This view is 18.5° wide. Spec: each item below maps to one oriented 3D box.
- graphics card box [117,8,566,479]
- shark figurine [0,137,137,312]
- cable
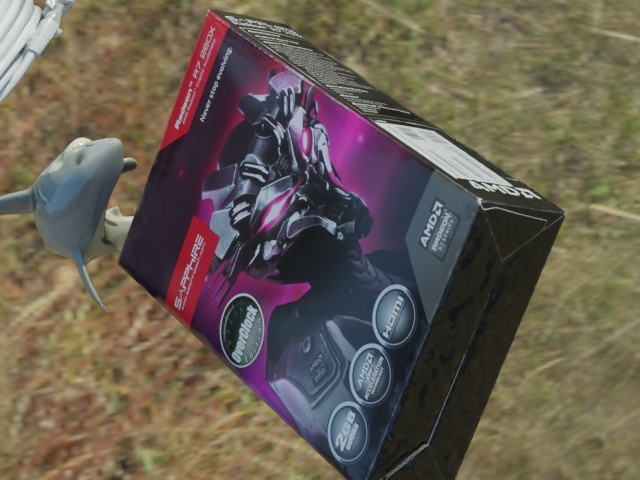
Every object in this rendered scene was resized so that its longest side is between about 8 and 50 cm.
[{"bbox_3d":[0.000,0.000,1.470,0.371,0.094,0.233,39,113,45],"label":"graphics card box"},{"bbox_3d":[-0.175,0.004,1.623,0.166,0.278,0.116,-27,74,12],"label":"shark figurine"},{"bbox_3d":[-0.343,-0.122,1.652,0.089,0.257,0.257,44,150,-19],"label":"cable"}]
